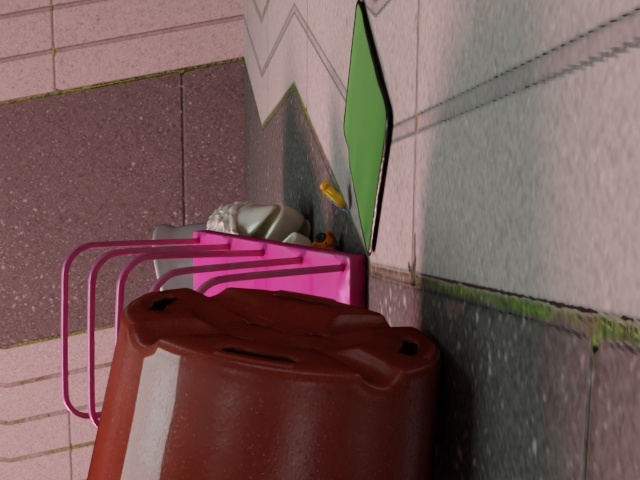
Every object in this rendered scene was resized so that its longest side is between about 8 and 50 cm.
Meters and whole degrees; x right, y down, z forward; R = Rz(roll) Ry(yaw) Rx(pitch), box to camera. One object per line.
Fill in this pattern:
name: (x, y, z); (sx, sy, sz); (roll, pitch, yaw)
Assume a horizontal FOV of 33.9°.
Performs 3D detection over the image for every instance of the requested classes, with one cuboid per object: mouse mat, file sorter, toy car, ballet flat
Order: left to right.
file sorter: (-0.115, 0.106, 1.013); (0.291, 0.182, 0.202); (9, 100, 54)
ballet flat: (-0.054, 0.034, 1.315); (0.409, 0.147, 0.147); (-109, 19, -59)
toy car: (0.000, 0.000, 1.054); (0.040, 0.060, 0.122); (47, 158, 28)
mouse mat: (0.038, -0.100, 0.917); (0.189, 0.007, 0.152); (-97, 9, -47)

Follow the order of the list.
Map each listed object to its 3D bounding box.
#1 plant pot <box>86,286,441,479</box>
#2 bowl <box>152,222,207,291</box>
plant pot: (-0.042, 0.179, 0.676); (0.272, 0.272, 0.265); (-127, 45, -78)
bowl: (-0.123, 0.091, 1.541); (0.298, 0.134, 0.297); (-22, -90, -85)
